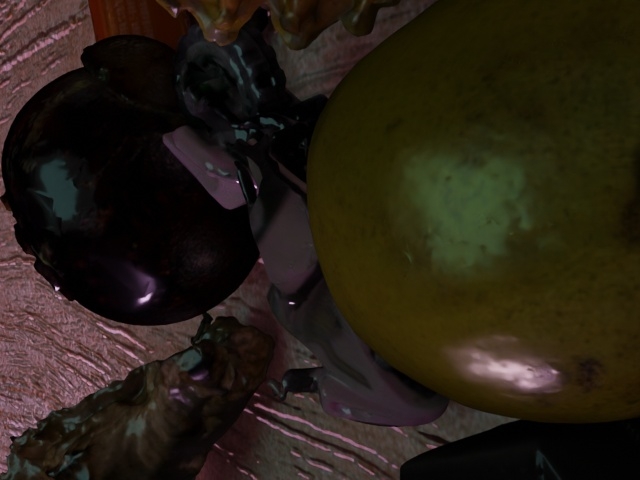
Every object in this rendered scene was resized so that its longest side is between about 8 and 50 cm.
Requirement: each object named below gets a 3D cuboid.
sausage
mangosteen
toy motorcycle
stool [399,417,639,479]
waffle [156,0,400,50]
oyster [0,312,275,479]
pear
[{"bbox_3d":[-0.191,-0.303,1.025,0.093,0.093,0.312,-30,69,57],"label":"sausage"},{"bbox_3d":[-0.126,-0.070,0.890,0.289,0.231,0.231,-48,45,3],"label":"mangosteen"},{"bbox_3d":[0.000,0.000,0.709,0.327,0.143,0.188,43,136,25],"label":"toy motorcycle"},{"bbox_3d":[0.140,0.187,0.525,0.232,0.141,0.232,17,110,57],"label":"stool"},{"bbox_3d":[-0.026,-0.256,0.616,0.280,0.262,0.060,51,-170,-10],"label":"waffle"},{"bbox_3d":[-0.154,0.176,1.002,0.337,0.198,0.133,-49,59,28],"label":"oyster"},{"bbox_3d":[0.110,-0.022,0.471,0.269,0.212,0.212,-19,80,54],"label":"pear"}]
